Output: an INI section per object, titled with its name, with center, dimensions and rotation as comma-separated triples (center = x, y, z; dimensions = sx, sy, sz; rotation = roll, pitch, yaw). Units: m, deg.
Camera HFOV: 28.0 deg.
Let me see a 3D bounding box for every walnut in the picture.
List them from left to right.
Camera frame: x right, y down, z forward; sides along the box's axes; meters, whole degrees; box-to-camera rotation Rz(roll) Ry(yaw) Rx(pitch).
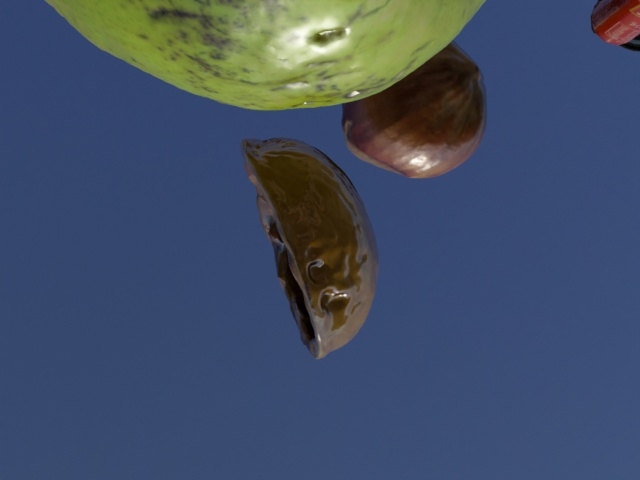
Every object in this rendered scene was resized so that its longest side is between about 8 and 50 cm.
[walnut]
center = 0.002, -0.002, 1.077
dimensions = 0.087, 0.211, 0.167
rotation = -19, -140, -4

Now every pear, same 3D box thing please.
[pear]
center = -0.049, -0.276, 0.867
dimensions = 0.391, 0.391, 0.391
rotation = 7, -111, -17

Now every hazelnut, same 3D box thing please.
[hazelnut]
center = 0.105, -0.157, 1.501
dimensions = 0.182, 0.182, 0.182
rotation = 7, -111, -17

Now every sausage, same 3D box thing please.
[sausage]
center = 0.208, -0.156, 0.792
dimensions = 0.034, 0.129, 0.034
rotation = 2, -100, -13

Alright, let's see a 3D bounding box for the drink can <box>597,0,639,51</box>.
[drink can]
center = 0.377, -0.307, 1.471
dimensions = 0.097, 0.097, 0.235
rotation = 33, -141, -5
